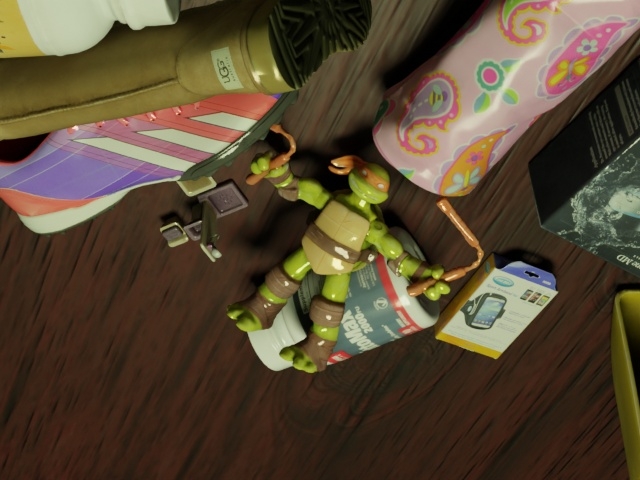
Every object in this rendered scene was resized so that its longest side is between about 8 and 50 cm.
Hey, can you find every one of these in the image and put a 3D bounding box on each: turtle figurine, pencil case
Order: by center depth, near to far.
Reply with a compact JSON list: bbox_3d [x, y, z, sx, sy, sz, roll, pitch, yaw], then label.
[{"bbox_3d":[0.167,-0.161,1.051,0.124,0.124,0.284,26,127,-24],"label":"pencil case"},{"bbox_3d":[0.000,0.000,1.170,0.269,0.087,0.217,32,108,2],"label":"turtle figurine"}]

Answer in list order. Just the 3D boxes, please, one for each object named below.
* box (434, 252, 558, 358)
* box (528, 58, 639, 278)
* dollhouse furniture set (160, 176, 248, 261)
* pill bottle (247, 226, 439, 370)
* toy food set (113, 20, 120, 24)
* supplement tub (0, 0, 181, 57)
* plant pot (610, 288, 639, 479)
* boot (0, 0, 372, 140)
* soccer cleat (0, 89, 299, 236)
[{"bbox_3d":[0.190,0.067,1.330,0.081,0.028,0.136,20,128,-20],"label":"box"},{"bbox_3d":[0.308,-0.059,1.168,0.156,0.093,0.158,25,129,-24],"label":"box"},{"bbox_3d":[-0.135,-0.030,1.185,0.091,0.081,0.114,-21,131,17],"label":"dollhouse furniture set"},{"bbox_3d":[0.020,0.066,1.267,0.180,0.108,0.108,-23,130,20],"label":"pill bottle"},{"bbox_3d":[-0.176,-0.192,1.071,0.083,0.020,0.082,-16,132,13],"label":"toy food set"},{"bbox_3d":[-0.265,-0.241,0.876,0.316,0.228,0.228,-3,134,1],"label":"supplement tub"},{"bbox_3d":[0.420,0.190,1.345,0.212,0.212,0.187,-1,146,-1],"label":"plant pot"},{"bbox_3d":[-0.116,-0.163,1.006,0.269,0.236,0.089,-7,110,26],"label":"boot"},{"bbox_3d":[-0.165,-0.107,1.097,0.318,0.108,0.116,-22,130,22],"label":"soccer cleat"}]
